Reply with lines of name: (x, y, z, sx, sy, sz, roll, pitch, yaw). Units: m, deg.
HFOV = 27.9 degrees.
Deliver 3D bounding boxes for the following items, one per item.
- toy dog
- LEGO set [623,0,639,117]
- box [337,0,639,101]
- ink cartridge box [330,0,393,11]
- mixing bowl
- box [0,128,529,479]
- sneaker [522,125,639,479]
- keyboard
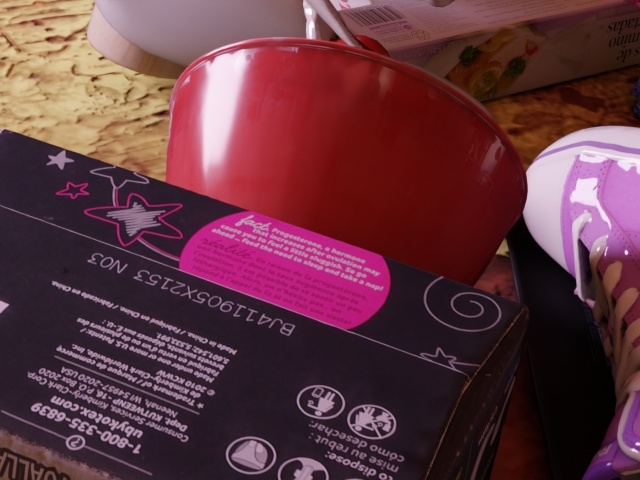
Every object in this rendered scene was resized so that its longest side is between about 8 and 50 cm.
toy dog: (-0.054, -0.132, 0.771, 0.334, 0.220, 0.161, 17, 19, 42)
LEGO set: (0.254, -0.097, 0.859, 0.093, 0.087, 0.227, 5, 32, -31)
box: (0.150, -0.152, 0.941, 0.324, 0.063, 0.067, -17, 43, -30)
ink cartridge box: (-0.053, -0.311, 0.971, 0.306, 0.226, 0.131, 32, 75, 30)
mixing bowl: (0.000, 0.000, 0.607, 0.181, 0.181, 0.098, 13, 62, 8)
box: (-0.067, 0.083, 0.508, 0.247, 0.142, 0.163, 18, 38, 17)
sneaker: (0.153, 0.043, 0.592, 0.161, 0.102, 0.282, -31, 36, -18)
keyboard: (0.125, 0.056, 0.677, 0.201, 0.033, 0.317, 6, 34, -4)
